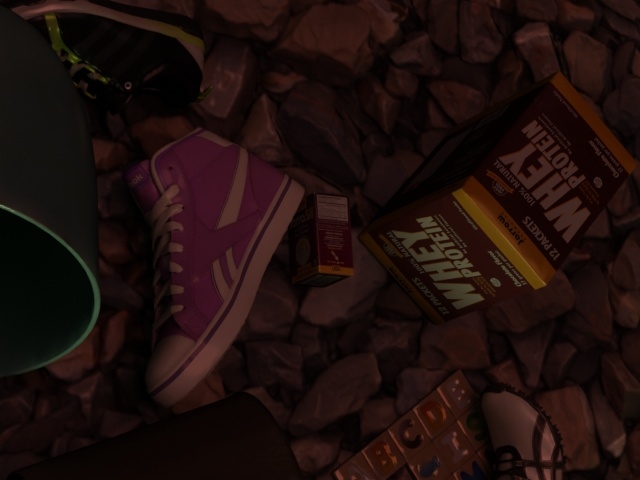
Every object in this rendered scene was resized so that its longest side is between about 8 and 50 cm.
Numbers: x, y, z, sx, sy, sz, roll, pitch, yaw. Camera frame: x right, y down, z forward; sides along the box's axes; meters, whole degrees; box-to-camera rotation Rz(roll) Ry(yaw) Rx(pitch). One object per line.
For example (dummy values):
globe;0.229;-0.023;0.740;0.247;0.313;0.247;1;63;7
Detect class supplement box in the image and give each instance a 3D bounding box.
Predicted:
supplement box;0.179;-0.040;1.664;0.129;0.191;0.194;48;57;-10
supplement box;0.000;0.000;1.623;0.043;0.055;0.083;6;71;-31

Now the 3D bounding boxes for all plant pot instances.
plant pot;-0.314;-0.057;1.317;0.293;0.293;0.235;20;51;-26

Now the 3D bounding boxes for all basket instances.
basket;-0.146;0.239;1.402;0.227;0.154;0.204;-6;51;-28

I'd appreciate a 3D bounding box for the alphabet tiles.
alphabet tiles;0.143;0.254;1.662;0.237;0.009;0.198;-35;95;-34

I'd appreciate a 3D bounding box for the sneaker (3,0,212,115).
sneaker;-0.203;-0.168;1.530;0.235;0.084;0.097;2;75;-32

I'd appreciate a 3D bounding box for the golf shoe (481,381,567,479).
golf shoe;0.204;0.241;1.653;0.094;0.077;0.198;-26;89;-35

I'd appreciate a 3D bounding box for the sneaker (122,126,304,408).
sneaker;-0.136;0.015;1.515;0.161;0.102;0.282;35;49;-15
